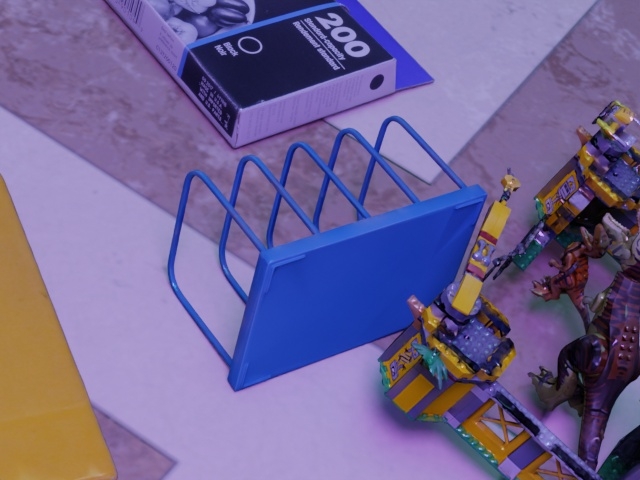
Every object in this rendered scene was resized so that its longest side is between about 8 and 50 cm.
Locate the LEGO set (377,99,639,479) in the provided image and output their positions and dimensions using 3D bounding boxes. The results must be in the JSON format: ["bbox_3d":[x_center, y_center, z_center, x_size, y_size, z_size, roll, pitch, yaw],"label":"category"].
[{"bbox_3d":[0.215,0.034,0.954,0.255,0.192,0.331,50,47,10],"label":"LEGO set"}]

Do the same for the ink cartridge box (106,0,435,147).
[{"bbox_3d":[-0.040,-0.179,1.204,0.208,0.045,0.206,-21,57,-35],"label":"ink cartridge box"}]

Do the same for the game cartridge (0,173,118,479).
[{"bbox_3d":[-0.303,0.052,0.897,0.285,0.052,0.323,-8,49,-25],"label":"game cartridge"}]

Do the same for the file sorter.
[{"bbox_3d":[0.000,0.000,0.996,0.170,0.118,0.104,-17,52,-31],"label":"file sorter"}]
